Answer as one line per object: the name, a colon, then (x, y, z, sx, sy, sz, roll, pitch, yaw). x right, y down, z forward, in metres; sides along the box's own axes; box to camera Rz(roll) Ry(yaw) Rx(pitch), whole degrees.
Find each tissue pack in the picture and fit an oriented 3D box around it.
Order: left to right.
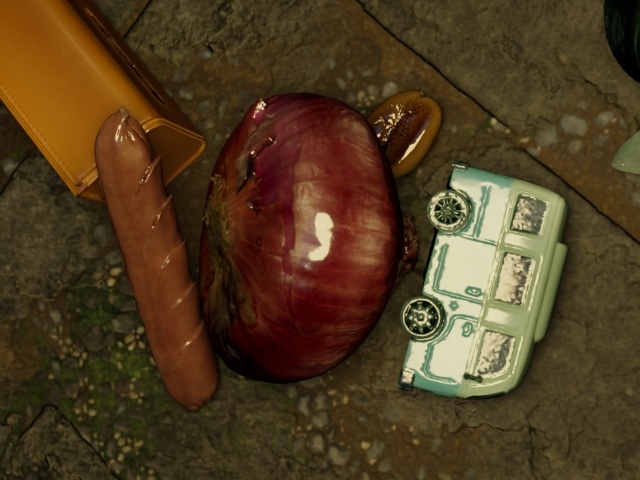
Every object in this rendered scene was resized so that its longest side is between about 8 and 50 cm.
tissue pack: (-0.299, -0.190, 1.456, 0.145, 0.194, 0.274, -40, 78, 7)

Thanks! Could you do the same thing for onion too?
onion: (0.000, 0.000, 1.325, 0.285, 0.347, 0.348, 4, 88, -25)

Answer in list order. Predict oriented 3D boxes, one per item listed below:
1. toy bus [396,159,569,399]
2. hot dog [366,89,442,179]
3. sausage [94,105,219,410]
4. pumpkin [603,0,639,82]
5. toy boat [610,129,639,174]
toy bus: (0.192, 0.058, 1.329, 0.165, 0.133, 0.271, 14, 89, 12)
hot dog: (0.092, -0.122, 1.407, 0.090, 0.060, 0.140, 34, 90, 19)
sausage: (-0.197, 0.030, 1.373, 0.088, 0.088, 0.433, 0, 123, 16)
pumpkin: (0.424, -0.212, 1.232, 0.248, 0.248, 0.248, -1, 87, 16)
toy boat: (0.480, -0.095, 1.287, 0.282, 0.096, 0.206, 16, 86, 29)
